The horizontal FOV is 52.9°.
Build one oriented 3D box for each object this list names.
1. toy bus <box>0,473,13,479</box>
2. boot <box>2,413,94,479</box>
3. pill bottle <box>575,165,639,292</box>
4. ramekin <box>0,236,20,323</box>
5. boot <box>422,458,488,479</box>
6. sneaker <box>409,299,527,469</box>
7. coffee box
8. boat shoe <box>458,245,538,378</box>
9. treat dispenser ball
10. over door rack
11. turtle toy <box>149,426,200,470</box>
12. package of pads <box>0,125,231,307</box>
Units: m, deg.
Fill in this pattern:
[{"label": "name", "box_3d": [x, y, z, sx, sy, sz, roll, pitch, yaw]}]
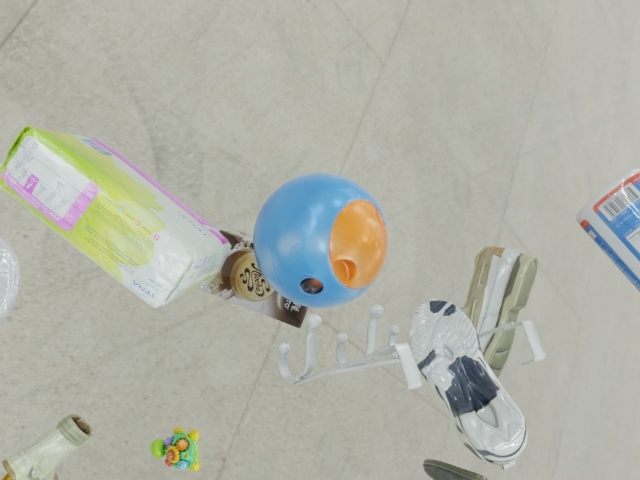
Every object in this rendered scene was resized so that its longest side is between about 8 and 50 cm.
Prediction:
[{"label": "toy bus", "box_3d": [-0.749, 0.673, 1.674, 0.104, 0.202, 0.191, -52, 150, -38]}, {"label": "boot", "box_3d": [-0.561, 0.456, 1.376, 0.165, 0.077, 0.213, -38, 158, -20]}, {"label": "pill bottle", "box_3d": [0.485, 0.012, 0.916, 0.124, 0.124, 0.221, -14, 62, -47]}, {"label": "ramekin", "box_3d": [-0.702, 0.079, 1.249, 0.109, 0.207, 0.207, 23, 69, -65]}, {"label": "boot", "box_3d": [0.278, 0.618, 1.462, 0.076, 0.190, 0.208, 35, 67, -30]}, {"label": "sneaker", "box_3d": [0.198, 0.201, 0.862, 0.094, 0.235, 0.153, -30, 138, -6]}, {"label": "coffee box", "box_3d": [-0.155, 0.090, 1.674, 0.119, 0.297, 0.168, -57, 168, -83]}, {"label": "boat shoe", "box_3d": [0.300, 0.157, 1.187, 0.113, 0.103, 0.302, 28, 84, -57]}, {"label": "treat dispenser ball", "box_3d": [0.000, 0.000, 1.374, 0.288, 0.288, 0.288, 5, 83, -46]}, {"label": "over door rack", "box_3d": [0.112, 0.141, 0.917, 0.239, 0.324, 0.108, -4, 83, -31]}, {"label": "turtle toy", "box_3d": [-0.335, 0.485, 1.485, 0.066, 0.130, 0.095, -3, 91, -58]}, {"label": "package of pads", "box_3d": [-0.283, -0.038, 0.923, 0.296, 0.229, 0.101, 38, 97, 1]}]
